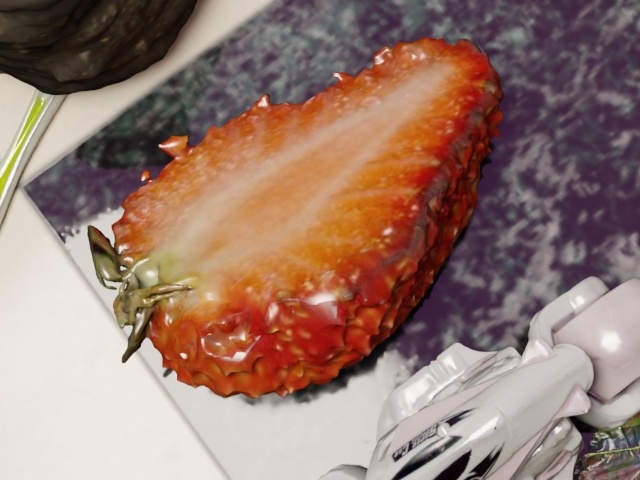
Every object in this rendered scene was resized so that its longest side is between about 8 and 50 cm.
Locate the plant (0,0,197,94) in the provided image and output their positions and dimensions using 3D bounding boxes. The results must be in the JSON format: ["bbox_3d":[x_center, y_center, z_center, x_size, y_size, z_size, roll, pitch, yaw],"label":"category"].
[{"bbox_3d":[-0.159,-0.193,0.881,0.199,0.276,0.188,27,86,17],"label":"plant"}]

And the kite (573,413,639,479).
[{"bbox_3d":[0.150,0.131,0.969,0.090,0.004,0.122,32,85,6],"label":"kite"}]

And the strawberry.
[{"bbox_3d":[0.002,0.005,0.950,0.236,0.106,0.175,-18,46,-1],"label":"strawberry"}]

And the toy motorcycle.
[{"bbox_3d":[0.081,0.106,0.921,0.254,0.112,0.112,-37,83,1],"label":"toy motorcycle"}]

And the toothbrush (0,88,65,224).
[{"bbox_3d":[-0.193,-0.008,0.990,0.022,0.026,0.263,26,85,15],"label":"toothbrush"}]
